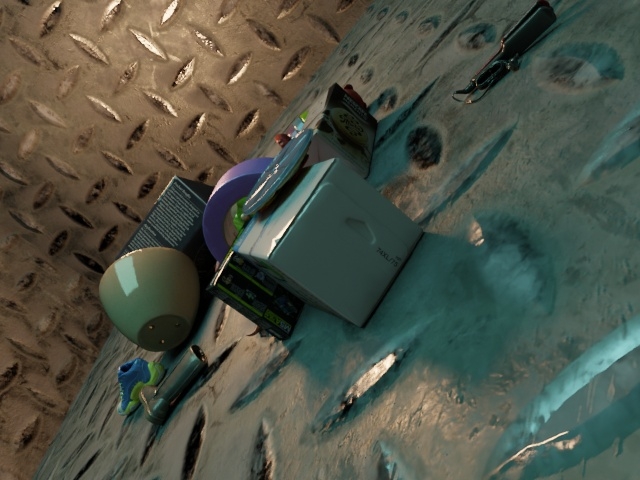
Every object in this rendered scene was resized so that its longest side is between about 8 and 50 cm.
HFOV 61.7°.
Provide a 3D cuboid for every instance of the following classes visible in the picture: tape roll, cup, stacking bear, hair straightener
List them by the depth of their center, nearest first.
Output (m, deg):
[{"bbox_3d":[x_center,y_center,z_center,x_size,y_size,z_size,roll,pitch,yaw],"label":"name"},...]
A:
[{"bbox_3d":[0.336,-0.340,1.001,0.230,0.047,0.089,-40,21,34],"label":"hair straightener"},{"bbox_3d":[-0.115,-0.040,1.186,0.275,0.275,0.090,-45,18,23],"label":"tape roll"},{"bbox_3d":[0.015,-0.358,1.684,0.289,0.175,0.164,-41,26,6],"label":"stacking bear"},{"bbox_3d":[-0.535,0.223,1.760,0.331,0.331,0.237,-48,45,13],"label":"cup"}]

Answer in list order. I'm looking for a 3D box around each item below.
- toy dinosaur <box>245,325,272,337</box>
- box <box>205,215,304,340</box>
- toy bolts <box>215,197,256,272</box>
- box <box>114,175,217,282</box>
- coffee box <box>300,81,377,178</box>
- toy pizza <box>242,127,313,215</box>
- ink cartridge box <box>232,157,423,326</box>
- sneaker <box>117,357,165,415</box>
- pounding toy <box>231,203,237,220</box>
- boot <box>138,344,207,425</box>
[{"bbox_3d":[-0.111,0.163,1.138,0.047,0.090,0.082,-15,71,40],"label":"toy dinosaur"},{"bbox_3d":[-0.109,0.076,1.091,0.045,0.190,0.184,-26,33,50],"label":"box"},{"bbox_3d":[-0.157,0.030,1.435,0.158,0.218,0.228,52,-121,-74],"label":"toy bolts"},{"bbox_3d":[-0.508,-0.008,2.000,0.395,0.212,0.293,-51,-16,9],"label":"box"},{"bbox_3d":[0.041,-0.263,1.397,0.119,0.168,0.297,-40,22,34],"label":"coffee box"},{"bbox_3d":[-0.072,-0.121,0.985,0.201,0.032,0.201,-46,18,20],"label":"toy pizza"},{"bbox_3d":[0.000,0.000,0.949,0.197,0.198,0.270,-55,17,-10],"label":"ink cartridge box"},{"bbox_3d":[-0.608,0.456,1.717,0.240,0.126,0.091,-47,18,16],"label":"sneaker"},{"bbox_3d":[-0.279,-0.055,1.935,0.181,0.094,0.206,-51,-13,5],"label":"pounding toy"},{"bbox_3d":[-0.397,0.368,1.444,0.208,0.076,0.189,-60,32,-2],"label":"boot"}]
